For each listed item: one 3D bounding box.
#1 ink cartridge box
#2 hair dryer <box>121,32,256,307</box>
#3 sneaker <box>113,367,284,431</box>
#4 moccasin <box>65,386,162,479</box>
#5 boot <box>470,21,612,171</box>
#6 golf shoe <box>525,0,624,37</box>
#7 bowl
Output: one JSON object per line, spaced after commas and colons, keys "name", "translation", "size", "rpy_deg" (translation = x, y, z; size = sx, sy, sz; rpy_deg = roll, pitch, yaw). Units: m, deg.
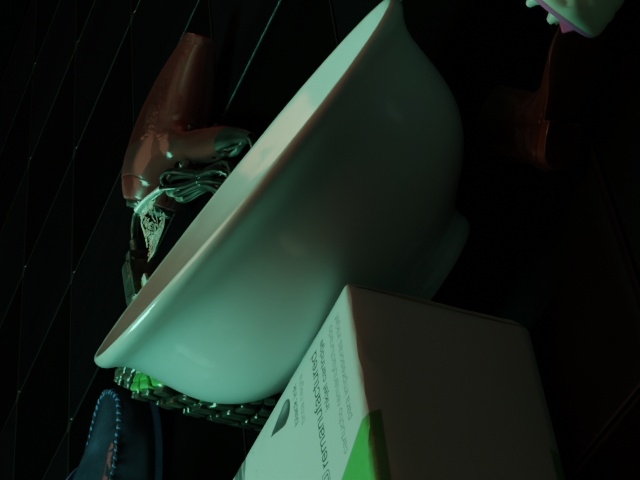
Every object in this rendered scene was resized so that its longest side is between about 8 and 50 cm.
{"name": "ink cartridge box", "translation": [0.021, 0.204, 0.920], "size": [0.211, 0.122, 0.289], "rpy_deg": [-98, 29, -47]}
{"name": "hair dryer", "translation": [-0.117, -0.087, 1.593], "size": [0.223, 0.080, 0.293], "rpy_deg": [-40, 43, 33]}
{"name": "sneaker", "translation": [-0.083, 0.066, 1.272], "size": [0.343, 0.134, 0.146], "rpy_deg": [-172, 96, -70]}
{"name": "moccasin", "translation": [-0.227, 0.300, 1.522], "size": [0.138, 0.117, 0.342], "rpy_deg": [148, 133, -62]}
{"name": "boot", "translation": [0.128, -0.091, 0.964], "size": [0.114, 0.037, 0.106], "rpy_deg": [-164, 90, -75]}
{"name": "golf shoe", "translation": [0.161, -0.256, 0.908], "size": [0.140, 0.115, 0.306], "rpy_deg": [-35, 44, 37]}
{"name": "bowl", "translation": [0.000, 0.000, 1.024], "size": [0.298, 0.134, 0.298], "rpy_deg": [-50, 7, 9]}
